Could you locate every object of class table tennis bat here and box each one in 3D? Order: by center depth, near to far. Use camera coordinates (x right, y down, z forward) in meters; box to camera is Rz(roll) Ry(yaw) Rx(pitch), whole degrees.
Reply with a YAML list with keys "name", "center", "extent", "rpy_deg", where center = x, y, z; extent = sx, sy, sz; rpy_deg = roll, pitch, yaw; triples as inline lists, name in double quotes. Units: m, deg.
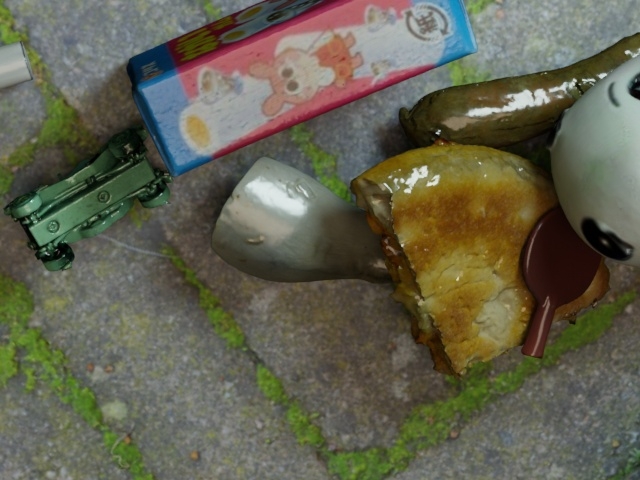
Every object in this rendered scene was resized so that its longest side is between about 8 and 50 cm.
- name: "table tennis bat"
  center: [0.227, 0.040, 1.807]
  extent: [0.098, 0.019, 0.154]
  rpy_deg: [14, 96, -37]

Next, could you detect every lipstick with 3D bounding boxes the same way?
- name: "lipstick"
  center: [-0.341, -0.149, 1.744]
  extent: [0.141, 0.040, 0.040]
  rpy_deg: [-17, 108, -4]

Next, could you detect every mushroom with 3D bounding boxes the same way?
- name: "mushroom"
  center: [0.000, 0.000, 1.813]
  extent: [0.225, 0.093, 0.116]
  rpy_deg: [23, 113, -19]

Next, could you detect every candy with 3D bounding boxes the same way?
- name: "candy"
  center: [-0.022, -0.171, 1.727]
  extent: [0.306, 0.157, 0.100]
  rpy_deg: [-22, 108, -3]

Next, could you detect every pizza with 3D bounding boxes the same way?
- name: "pizza"
  center: [0.146, 0.021, 1.808]
  extent: [0.336, 0.086, 0.226]
  rpy_deg: [17, 99, -37]

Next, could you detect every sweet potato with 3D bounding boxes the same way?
- name: "sweet potato"
  center: [0.212, -0.138, 1.821]
  extent: [0.273, 0.075, 0.075]
  rpy_deg: [-17, 108, -6]

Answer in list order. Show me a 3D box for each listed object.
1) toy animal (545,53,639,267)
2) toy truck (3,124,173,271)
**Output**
- name: "toy animal"
  center: [0.353, -0.076, 1.760]
  extent: [0.267, 0.212, 0.212]
  rpy_deg: [2, 108, -43]
- name: "toy truck"
  center: [-0.223, -0.044, 1.784]
  extent: [0.154, 0.078, 0.080]
  rpy_deg: [-34, 116, -12]
